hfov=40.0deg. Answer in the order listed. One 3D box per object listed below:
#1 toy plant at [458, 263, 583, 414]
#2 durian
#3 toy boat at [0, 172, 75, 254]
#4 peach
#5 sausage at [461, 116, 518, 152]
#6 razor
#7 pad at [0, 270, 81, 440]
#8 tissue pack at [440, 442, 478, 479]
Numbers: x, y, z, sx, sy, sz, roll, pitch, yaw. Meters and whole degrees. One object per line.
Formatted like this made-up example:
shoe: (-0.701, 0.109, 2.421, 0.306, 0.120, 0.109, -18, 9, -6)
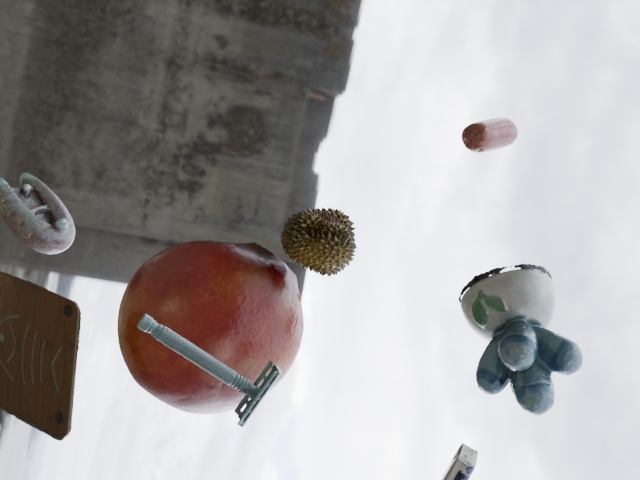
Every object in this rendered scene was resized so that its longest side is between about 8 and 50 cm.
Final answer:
toy plant: (0.457, 0.244, 1.992, 0.247, 0.247, 0.332, 118, -27, -47)
durian: (0.000, 0.000, 1.759, 0.158, 0.168, 0.137, -14, 116, -74)
toy boat: (-0.650, -0.071, 2.021, 0.085, 0.155, 0.227, -45, -104, 29)
peach: (-0.213, 0.169, 1.819, 0.388, 0.388, 0.389, -170, -90, -74)
sausage: (0.334, -0.208, 1.734, 0.062, 0.154, 0.062, 12, -71, 38)
razor: (-0.183, 0.185, 1.381, 0.106, 0.232, 0.068, -54, -169, 0)
pad: (-0.583, 0.223, 1.745, 0.284, 0.018, 0.287, 16, -77, 32)
tissue pack: (0.250, 0.418, 1.590, 0.083, 0.042, 0.062, -66, 173, 23)
